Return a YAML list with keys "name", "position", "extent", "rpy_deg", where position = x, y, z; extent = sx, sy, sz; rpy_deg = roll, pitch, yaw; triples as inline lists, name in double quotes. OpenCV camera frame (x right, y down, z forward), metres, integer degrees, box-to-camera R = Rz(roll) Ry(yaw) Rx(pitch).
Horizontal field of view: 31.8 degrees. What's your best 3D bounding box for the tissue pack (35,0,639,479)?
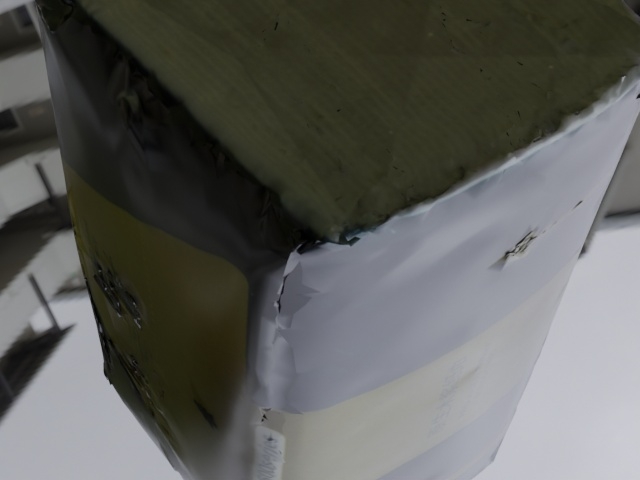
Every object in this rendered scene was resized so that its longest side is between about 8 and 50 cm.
- name: "tissue pack"
  position: [0.000, 0.000, 0.702]
  extent: [0.253, 0.417, 0.264]
  rpy_deg: [-29, -120, -23]
